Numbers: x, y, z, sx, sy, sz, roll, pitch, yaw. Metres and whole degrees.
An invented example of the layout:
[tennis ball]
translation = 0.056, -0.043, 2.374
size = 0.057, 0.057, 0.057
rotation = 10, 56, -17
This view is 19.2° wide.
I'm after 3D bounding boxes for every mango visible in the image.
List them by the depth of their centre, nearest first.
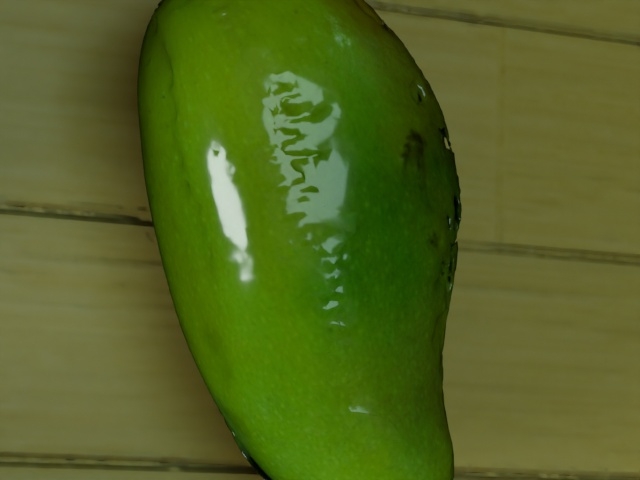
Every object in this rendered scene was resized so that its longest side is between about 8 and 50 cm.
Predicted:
[mango]
translation = 0.000, 0.000, 0.733
size = 0.125, 0.111, 0.233
rotation = -21, 94, -20
